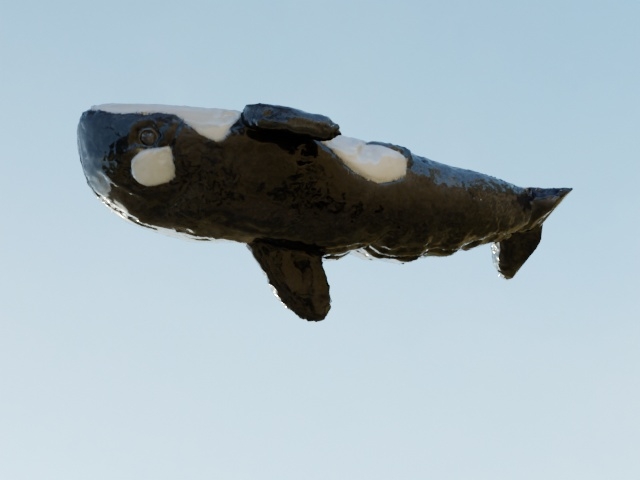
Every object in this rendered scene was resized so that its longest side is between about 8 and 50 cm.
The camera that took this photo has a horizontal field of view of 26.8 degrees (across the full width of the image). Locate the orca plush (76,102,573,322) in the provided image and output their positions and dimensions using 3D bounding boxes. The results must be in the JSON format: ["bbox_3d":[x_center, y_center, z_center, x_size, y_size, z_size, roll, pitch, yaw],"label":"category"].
[{"bbox_3d":[0.000,0.000,0.766,0.287,0.102,0.151,14,-14,-32],"label":"orca plush"}]
